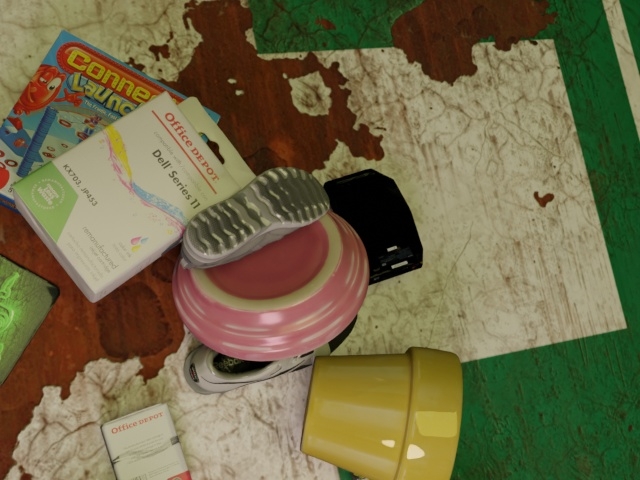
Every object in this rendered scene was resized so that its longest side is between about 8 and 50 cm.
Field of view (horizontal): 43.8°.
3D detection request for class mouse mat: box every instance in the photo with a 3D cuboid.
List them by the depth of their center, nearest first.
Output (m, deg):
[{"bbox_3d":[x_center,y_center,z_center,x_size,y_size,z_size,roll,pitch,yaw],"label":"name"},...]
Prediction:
[{"bbox_3d":[-0.533,0.121,1.285,0.152,0.007,0.190,31,71,-10],"label":"mouse mat"}]

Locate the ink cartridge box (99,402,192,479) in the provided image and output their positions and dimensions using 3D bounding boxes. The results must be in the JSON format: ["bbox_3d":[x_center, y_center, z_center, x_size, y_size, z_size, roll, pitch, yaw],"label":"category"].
[{"bbox_3d":[-0.281,0.350,1.287,0.109,0.063,0.150,-17,83,-21],"label":"ink cartridge box"}]

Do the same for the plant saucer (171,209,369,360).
[{"bbox_3d":[-0.086,0.040,1.320,0.332,0.084,0.332,-3,49,4],"label":"plant saucer"}]

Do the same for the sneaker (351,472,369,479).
[{"bbox_3d":[0.092,0.409,1.416,0.083,0.031,0.035,-14,82,-21],"label":"sneaker"}]

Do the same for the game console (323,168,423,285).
[{"bbox_3d":[0.000,0.000,1.457,0.361,0.044,0.213,-17,67,-13],"label":"game console"}]

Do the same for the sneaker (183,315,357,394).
[{"bbox_3d":[-0.062,0.173,1.360,0.330,0.146,0.122,-24,85,-23],"label":"sneaker"}]

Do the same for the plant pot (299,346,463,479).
[{"bbox_3d":[0.094,0.295,1.341,0.239,0.254,0.254,9,74,-1],"label":"plant pot"}]

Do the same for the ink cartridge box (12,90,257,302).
[{"bbox_3d":[-0.274,-0.089,1.265,0.353,0.119,0.207,-38,90,-22],"label":"ink cartridge box"}]

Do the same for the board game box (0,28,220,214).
[{"bbox_3d":[-0.374,-0.150,1.357,0.308,0.086,0.302,27,71,-11],"label":"board game box"}]

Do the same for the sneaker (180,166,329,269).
[{"bbox_3d":[-0.110,-0.035,1.267,0.281,0.115,0.105,-22,80,-36],"label":"sneaker"}]
